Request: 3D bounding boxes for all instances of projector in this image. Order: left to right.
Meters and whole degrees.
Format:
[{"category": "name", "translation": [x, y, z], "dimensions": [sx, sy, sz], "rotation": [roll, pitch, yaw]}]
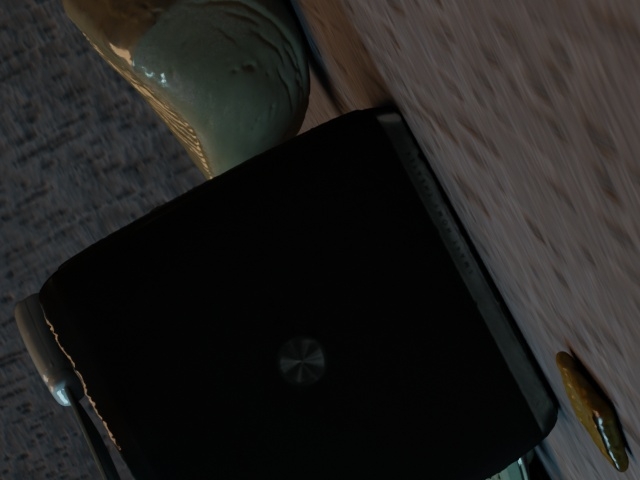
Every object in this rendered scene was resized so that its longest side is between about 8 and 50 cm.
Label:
[{"category": "projector", "translation": [-0.028, 0.113, 1.523], "dimensions": [0.395, 0.405, 0.242], "rotation": [61, 178, -5]}]

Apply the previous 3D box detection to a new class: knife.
[{"category": "knife", "translation": [-0.239, 0.177, 1.484], "dimensions": [0.331, 0.044, 0.080], "rotation": [56, 173, 40]}]

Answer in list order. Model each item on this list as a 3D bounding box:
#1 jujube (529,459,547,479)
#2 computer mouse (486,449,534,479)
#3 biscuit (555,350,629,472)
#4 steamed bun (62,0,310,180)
[{"category": "jujube", "translation": [0.122, 0.361, 1.967], "dimensions": [0.377, 0.276, 0.276], "rotation": [19, -174, -10]}, {"category": "computer mouse", "translation": [0.191, 0.208, 1.849], "dimensions": [0.288, 0.097, 0.159], "rotation": [42, 155, 45]}, {"category": "biscuit", "translation": [0.221, 0.139, 1.196], "dimensions": [0.083, 0.018, 0.081], "rotation": [63, 177, -39]}, {"category": "steamed bun", "translation": [-0.140, -0.252, 1.899], "dimensions": [0.247, 0.236, 0.383], "rotation": [48, 177, 36]}]
